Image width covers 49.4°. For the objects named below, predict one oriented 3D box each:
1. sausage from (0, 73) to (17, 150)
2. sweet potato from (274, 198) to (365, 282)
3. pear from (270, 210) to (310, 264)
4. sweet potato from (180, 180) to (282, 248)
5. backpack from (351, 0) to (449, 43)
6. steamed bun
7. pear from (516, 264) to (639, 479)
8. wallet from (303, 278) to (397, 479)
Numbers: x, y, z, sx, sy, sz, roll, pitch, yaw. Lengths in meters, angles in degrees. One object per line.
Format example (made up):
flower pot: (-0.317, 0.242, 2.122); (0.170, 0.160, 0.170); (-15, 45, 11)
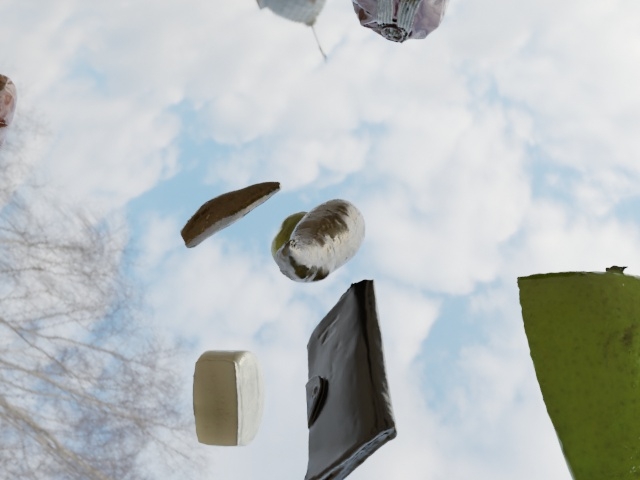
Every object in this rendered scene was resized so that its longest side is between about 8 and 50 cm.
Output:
sausage: (-0.540, -0.126, 1.060); (0.433, 0.088, 0.088); (-36, -151, 43)
sweet potato: (-0.002, 0.005, 1.313); (0.130, 0.130, 0.422); (-7, -169, 20)
pear: (-0.047, 0.000, 1.817); (0.166, 0.216, 0.180); (37, -101, 14)
sweet potato: (-0.198, -0.072, 1.493); (0.243, 0.077, 0.077); (-34, -137, -2)
backpack: (0.183, -0.598, 1.612); (0.283, 0.317, 0.197); (9, -125, 3)
steamed bun: (-0.228, 0.395, 1.768); (0.146, 0.164, 0.242); (-2, -89, 20)
pear: (0.300, 0.173, 0.633); (0.139, 0.288, 0.239); (-15, -128, 34)
wallet: (0.040, 0.230, 1.180); (0.197, 0.051, 0.377); (-47, -157, 26)
